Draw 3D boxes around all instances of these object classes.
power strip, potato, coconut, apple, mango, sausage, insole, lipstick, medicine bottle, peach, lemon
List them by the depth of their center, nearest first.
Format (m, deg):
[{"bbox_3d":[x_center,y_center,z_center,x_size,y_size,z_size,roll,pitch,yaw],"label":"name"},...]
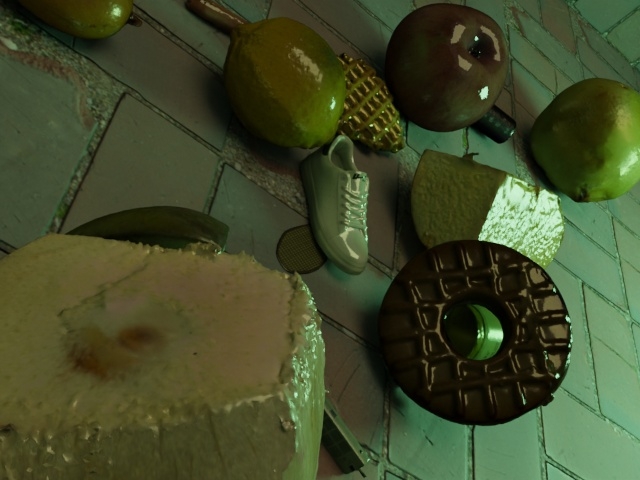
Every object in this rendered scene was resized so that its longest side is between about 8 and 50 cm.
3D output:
[{"bbox_3d":[-0.187,0.214,0.855,0.405,0.405,0.404,28,42,-29],"label":"coconut"},{"bbox_3d":[-0.190,0.034,1.070,0.269,0.255,0.112,31,42,-27],"label":"potato"},{"bbox_3d":[0.025,0.290,1.263,0.136,0.051,0.019,55,40,3],"label":"power strip"},{"bbox_3d":[-0.418,-0.418,1.335,0.317,0.119,0.176,34,41,-10],"label":"mango"},{"bbox_3d":[-0.061,-0.273,1.516,0.260,0.204,0.204,53,35,-12],"label":"lemon"},{"bbox_3d":[0.000,0.000,1.520,0.086,0.005,0.253,56,36,5],"label":"insole"},{"bbox_3d":[0.309,0.180,1.610,0.239,0.124,0.124,15,50,-39],"label":"medicine bottle"},{"bbox_3d":[-0.172,-0.417,1.658,0.186,0.043,0.043,24,44,-32],"label":"sausage"},{"bbox_3d":[0.342,-0.048,1.735,0.309,0.252,0.314,20,48,-53],"label":"apple"},{"bbox_3d":[0.286,-0.395,1.941,0.306,0.235,0.305,9,71,-29],"label":"apple"},{"bbox_3d":[0.355,-0.344,2.141,0.300,0.081,0.081,32,40,-18],"label":"lipstick"},{"bbox_3d":[0.735,-0.262,2.312,0.281,0.314,0.315,33,39,-49],"label":"peach"}]

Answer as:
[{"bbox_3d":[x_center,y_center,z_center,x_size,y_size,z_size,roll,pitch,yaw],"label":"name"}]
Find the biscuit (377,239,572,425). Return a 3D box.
[{"bbox_3d":[0.255,0.150,1.453,0.103,0.332,0.332,84,-17,-70],"label":"biscuit"}]

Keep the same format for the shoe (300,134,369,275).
[{"bbox_3d":[0.041,-0.071,1.530,0.095,0.110,0.264,11,47,-41],"label":"shoe"}]

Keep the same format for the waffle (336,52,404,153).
[{"bbox_3d":[0.078,-0.292,1.819,0.245,0.052,0.254,17,49,-37],"label":"waffle"}]
